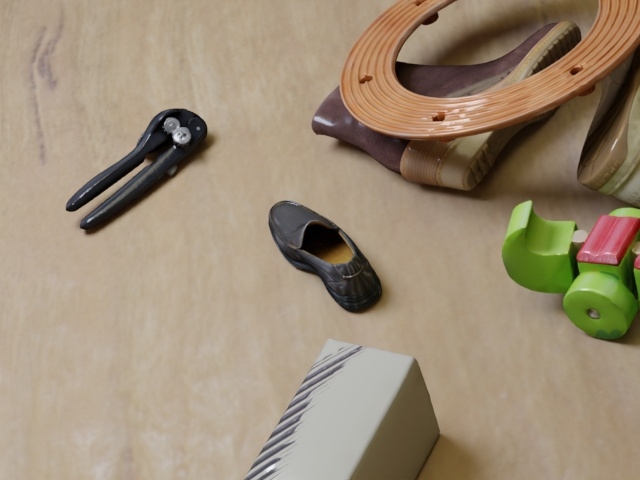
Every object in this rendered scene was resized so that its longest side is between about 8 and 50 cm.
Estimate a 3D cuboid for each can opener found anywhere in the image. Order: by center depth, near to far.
[{"bbox_3d":[-0.196,-0.077,1.860,0.059,0.073,0.186,43,68,1],"label":"can opener"}]

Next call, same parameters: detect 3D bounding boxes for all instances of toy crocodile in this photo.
[{"bbox_3d":[0.326,0.033,1.532,0.341,0.105,0.115,14,53,29],"label":"toy crocodile"}]

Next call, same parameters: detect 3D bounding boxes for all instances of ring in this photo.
[{"bbox_3d":[0.180,-0.201,1.743,0.337,0.032,0.336,-19,34,13],"label":"ring"}]

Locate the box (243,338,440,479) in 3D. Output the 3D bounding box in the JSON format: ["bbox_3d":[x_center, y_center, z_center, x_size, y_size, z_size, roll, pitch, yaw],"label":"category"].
[{"bbox_3d":[-0.002,0.223,1.450,0.094,0.113,0.275,10,49,28],"label":"box"}]

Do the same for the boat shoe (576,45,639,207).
[{"bbox_3d":[0.352,-0.159,1.724,0.110,0.121,0.341,29,56,-6],"label":"boat shoe"}]

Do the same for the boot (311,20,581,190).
[{"bbox_3d":[0.133,-0.169,1.804,0.207,0.090,0.248,26,63,34],"label":"boot"}]

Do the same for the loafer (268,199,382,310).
[{"bbox_3d":[0.000,0.000,1.703,0.062,0.061,0.170,-36,46,-16],"label":"loafer"}]
